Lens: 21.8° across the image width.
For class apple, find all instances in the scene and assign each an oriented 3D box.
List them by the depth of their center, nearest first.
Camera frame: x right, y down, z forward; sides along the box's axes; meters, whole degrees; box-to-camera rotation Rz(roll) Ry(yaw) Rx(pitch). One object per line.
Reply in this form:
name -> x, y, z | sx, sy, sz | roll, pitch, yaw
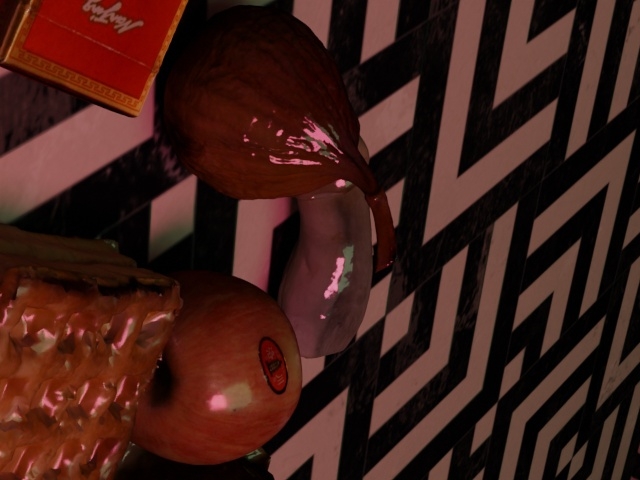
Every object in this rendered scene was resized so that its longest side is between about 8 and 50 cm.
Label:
apple -> -0.092, 0.093, 1.208 | 0.131, 0.146, 0.146 | -15, 126, -62

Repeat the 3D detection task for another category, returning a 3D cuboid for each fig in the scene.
fig -> -0.013, -0.072, 1.155 | 0.133, 0.201, 0.146 | -56, 149, 3

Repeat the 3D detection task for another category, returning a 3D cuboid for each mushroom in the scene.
mushroom -> 0.004, -0.002, 1.380 | 0.092, 0.081, 0.223 | -17, 133, -29

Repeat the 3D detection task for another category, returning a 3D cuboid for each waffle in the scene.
waffle -> -0.217, 0.142, 1.076 | 0.213, 0.091, 0.308 | 9, 106, -65

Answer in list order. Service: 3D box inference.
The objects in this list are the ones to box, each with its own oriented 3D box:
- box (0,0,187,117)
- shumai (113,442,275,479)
box -> -0.121, -0.204, 0.971 | 0.239, 0.074, 0.153 | -67, 159, 2
shumai -> -0.104, 0.269, 1.327 | 0.330, 0.292, 0.288 | 3, 73, -71
